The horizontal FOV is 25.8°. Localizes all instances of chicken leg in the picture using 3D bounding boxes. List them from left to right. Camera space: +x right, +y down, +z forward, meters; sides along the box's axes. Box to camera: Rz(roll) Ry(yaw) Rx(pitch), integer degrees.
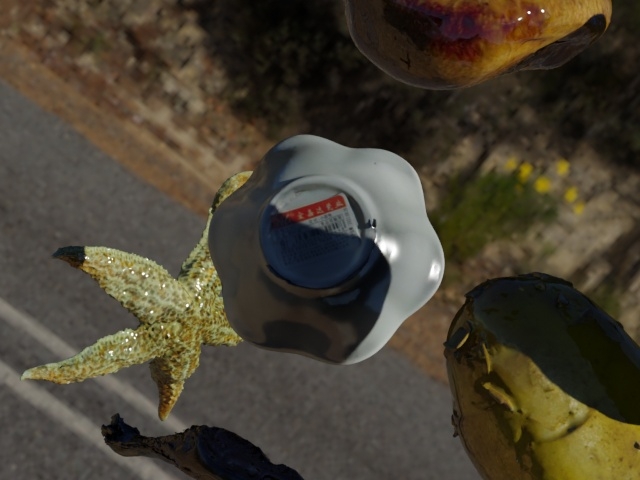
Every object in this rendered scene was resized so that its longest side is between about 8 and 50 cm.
[{"bbox_3d":[-0.099,0.215,1.306,0.253,0.051,0.106,23,-33,19],"label":"chicken leg"}]

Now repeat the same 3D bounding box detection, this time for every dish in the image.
[{"bbox_3d":[0.000,0.000,1.285,0.229,0.229,0.081,44,-5,15],"label":"dish"}]

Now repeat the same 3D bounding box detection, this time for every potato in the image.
[{"bbox_3d":[0.208,0.160,1.096,0.300,0.173,0.140,52,0,7],"label":"potato"}]

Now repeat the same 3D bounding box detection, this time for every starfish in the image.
[{"bbox_3d":[-0.184,0.103,1.648,0.078,0.358,0.347,35,-33,33],"label":"starfish"}]

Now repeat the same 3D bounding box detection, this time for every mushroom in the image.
[{"bbox_3d":[0.187,-0.336,1.715,0.345,0.259,0.345,9,36,-6],"label":"mushroom"}]
